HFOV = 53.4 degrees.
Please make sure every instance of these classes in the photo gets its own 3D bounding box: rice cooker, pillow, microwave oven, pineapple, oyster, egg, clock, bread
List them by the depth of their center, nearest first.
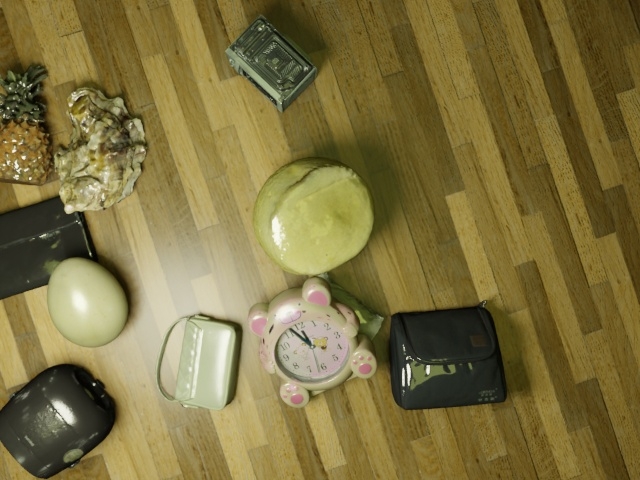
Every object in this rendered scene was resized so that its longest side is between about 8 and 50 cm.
[{"bbox_3d":[-0.666,0.449,1.624,0.224,0.267,0.267,-42,91,-9],"label":"rice cooker"},{"bbox_3d":[-0.603,0.159,1.643,0.189,0.188,0.253,-14,115,-3],"label":"egg"},{"bbox_3d":[-0.020,-0.067,1.669,0.321,0.237,0.320,-1,98,-8],"label":"bread"},{"bbox_3d":[-0.027,0.265,1.671,0.284,0.114,0.309,-26,112,10],"label":"clock"},{"bbox_3d":[-0.784,-0.315,1.675,0.169,0.169,0.340,3,83,-3],"label":"pineapple"},{"bbox_3d":[-0.597,-0.225,1.692,0.238,0.115,0.351,18,73,-3],"label":"oyster"},{"bbox_3d":[-0.130,-0.476,1.717,0.208,0.122,0.162,43,89,-2],"label":"microwave oven"},{"bbox_3d":[0.056,0.200,1.756,0.229,0.051,0.128,38,86,0],"label":"pillow"}]

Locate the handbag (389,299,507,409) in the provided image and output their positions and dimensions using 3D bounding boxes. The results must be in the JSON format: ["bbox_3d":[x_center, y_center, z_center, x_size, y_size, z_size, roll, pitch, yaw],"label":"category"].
[{"bbox_3d":[0.342,0.306,1.705,0.302,0.178,0.274,-3,90,-3],"label":"handbag"}]

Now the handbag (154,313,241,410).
[{"bbox_3d":[-0.336,0.328,1.728,0.220,0.079,0.255,8,89,8],"label":"handbag"}]

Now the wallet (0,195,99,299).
[{"bbox_3d":[-0.822,0.034,1.707,0.407,0.062,0.228,-18,90,-4],"label":"wallet"}]
